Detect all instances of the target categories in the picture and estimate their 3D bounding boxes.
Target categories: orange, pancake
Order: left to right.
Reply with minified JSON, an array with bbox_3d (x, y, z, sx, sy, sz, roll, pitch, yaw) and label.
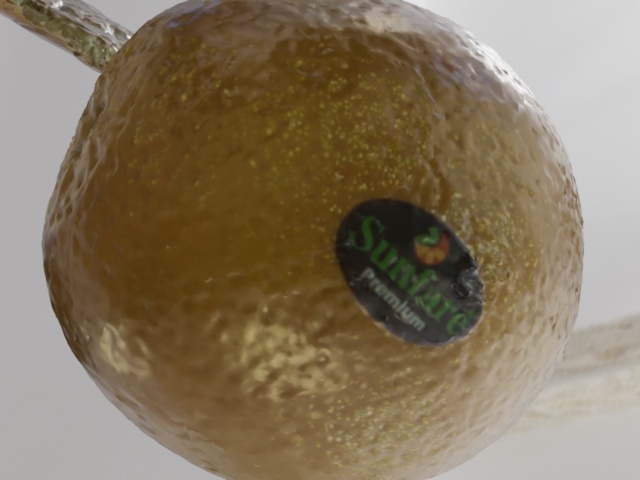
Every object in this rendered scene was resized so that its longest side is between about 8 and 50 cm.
[{"bbox_3d":[-0.240,-0.187,1.132,0.057,0.266,0.244,-59,-139,10],"label":"pancake"},{"bbox_3d":[0.000,0.000,0.585,0.236,0.236,0.236,-20,-131,24],"label":"orange"}]
